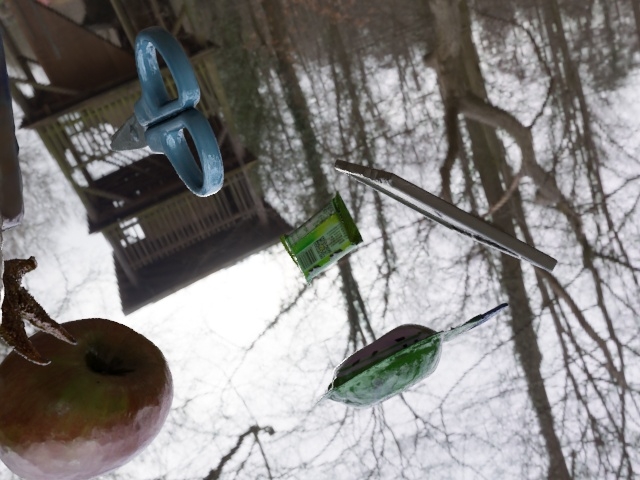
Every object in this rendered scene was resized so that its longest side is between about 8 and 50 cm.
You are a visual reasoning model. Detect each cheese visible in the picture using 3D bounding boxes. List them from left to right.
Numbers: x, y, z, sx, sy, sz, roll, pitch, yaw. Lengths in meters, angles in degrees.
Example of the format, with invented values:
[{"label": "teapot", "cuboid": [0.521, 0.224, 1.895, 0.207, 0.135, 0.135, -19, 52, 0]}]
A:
[{"label": "cheese", "cuboid": [0.136, 0.162, 1.064, 0.320, 0.083, 0.204, -23, 163, -25]}]

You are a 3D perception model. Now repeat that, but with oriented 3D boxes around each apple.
[{"label": "apple", "cuboid": [-0.422, 0.288, 1.280, 0.309, 0.250, 0.277, 9, -146, -33]}]

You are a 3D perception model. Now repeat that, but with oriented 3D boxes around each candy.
[{"label": "candy", "cuboid": [0.001, 0.000, 1.241, 0.032, 0.102, 0.178, -13, 162, -43]}]

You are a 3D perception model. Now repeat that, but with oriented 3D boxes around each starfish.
[{"label": "starfish", "cuboid": [-0.424, 0.073, 0.962, 0.043, 0.227, 0.240, -48, 180, 20]}]

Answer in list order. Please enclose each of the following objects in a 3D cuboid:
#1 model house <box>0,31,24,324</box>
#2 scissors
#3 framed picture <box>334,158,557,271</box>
[{"label": "model house", "cuboid": [-0.419, -0.110, 0.414, 0.395, 0.445, 0.400, -6, -129, -6]}, {"label": "scissors", "cuboid": [-0.229, -0.146, 0.954, 0.029, 0.192, 0.447, -25, -167, -24]}, {"label": "framed picture", "cuboid": [0.137, -0.040, 0.903, 0.016, 0.213, 0.289, -63, -167, 4]}]
